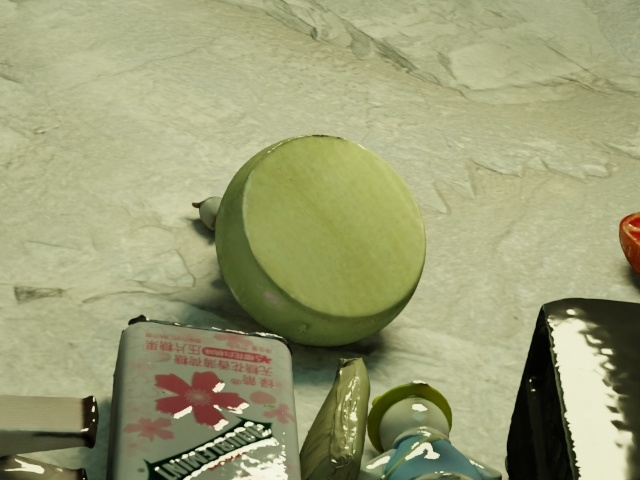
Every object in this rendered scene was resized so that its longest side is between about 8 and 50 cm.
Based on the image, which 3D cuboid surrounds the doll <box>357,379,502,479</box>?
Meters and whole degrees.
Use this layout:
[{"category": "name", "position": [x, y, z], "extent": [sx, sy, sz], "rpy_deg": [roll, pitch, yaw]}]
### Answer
[{"category": "doll", "position": [0.106, 0.227, 1.849], "extent": [0.135, 0.099, 0.241], "rpy_deg": [-24, 30, 4]}]

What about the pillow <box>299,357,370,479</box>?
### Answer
[{"category": "pillow", "position": [0.011, 0.209, 1.820], "extent": [0.053, 0.119, 0.208], "rpy_deg": [27, 27, -9]}]

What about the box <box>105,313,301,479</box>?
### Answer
[{"category": "box", "position": [-0.114, 0.212, 1.774], "extent": [0.190, 0.112, 0.370], "rpy_deg": [8, 29, -10]}]

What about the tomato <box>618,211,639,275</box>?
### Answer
[{"category": "tomato", "position": [0.459, 0.024, 2.392], "extent": [0.155, 0.069, 0.155], "rpy_deg": [12, 26, -6]}]

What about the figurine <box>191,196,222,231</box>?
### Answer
[{"category": "figurine", "position": [-0.062, -0.042, 2.265], "extent": [0.205, 0.103, 0.260], "rpy_deg": [16, 30, 6]}]

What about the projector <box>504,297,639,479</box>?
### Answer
[{"category": "projector", "position": [0.395, 0.260, 1.756], "extent": [0.405, 0.242, 0.395], "rpy_deg": [8, 30, -4]}]

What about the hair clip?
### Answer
[{"category": "hair clip", "position": [-0.380, 0.196, 1.716], "extent": [0.330, 0.101, 0.085], "rpy_deg": [5, 32, -9]}]

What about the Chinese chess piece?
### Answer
[{"category": "Chinese chess piece", "position": [0.000, 0.000, 2.099], "extent": [0.250, 0.101, 0.250], "rpy_deg": [10, 65, -21]}]
